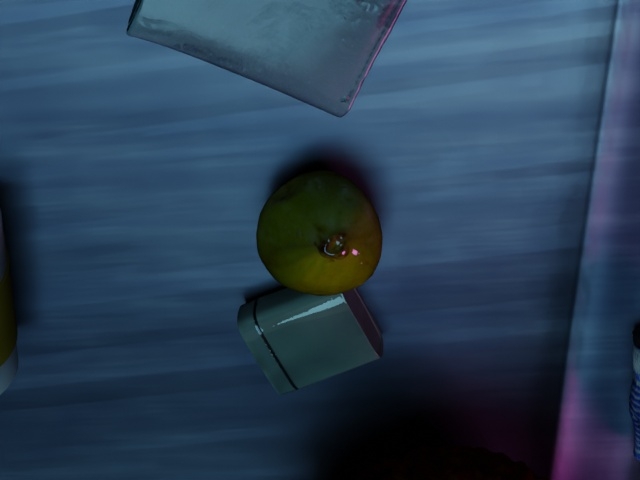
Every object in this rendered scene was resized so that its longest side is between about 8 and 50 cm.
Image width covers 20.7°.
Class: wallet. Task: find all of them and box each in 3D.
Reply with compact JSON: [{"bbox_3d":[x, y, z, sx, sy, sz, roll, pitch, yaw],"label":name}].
[{"bbox_3d":[-0.027,-0.283,1.725,0.251,0.054,0.290,22,115,-14],"label":"wallet"}]

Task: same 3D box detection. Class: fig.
[{"bbox_3d":[0.000,-0.007,1.870,0.136,0.121,0.153,8,147,-5],"label":"fig"}]

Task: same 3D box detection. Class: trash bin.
[{"bbox_3d":[-0.011,0.103,1.974,0.130,0.059,0.116,-21,119,18],"label":"trash bin"}]

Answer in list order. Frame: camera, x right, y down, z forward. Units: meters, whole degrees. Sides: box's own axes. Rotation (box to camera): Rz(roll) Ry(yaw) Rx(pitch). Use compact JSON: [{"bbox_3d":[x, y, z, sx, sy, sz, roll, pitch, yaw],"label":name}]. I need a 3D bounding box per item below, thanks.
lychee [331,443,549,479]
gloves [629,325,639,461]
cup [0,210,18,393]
[{"bbox_3d":[0.149,0.435,1.976,0.424,0.500,0.425,3,94,36],"label":"lychee"},{"bbox_3d":[0.396,0.195,1.977,0.119,0.097,0.229,8,135,38],"label":"gloves"},{"bbox_3d":[-0.445,0.056,1.945,0.241,0.185,0.226,23,137,33],"label":"cup"}]
